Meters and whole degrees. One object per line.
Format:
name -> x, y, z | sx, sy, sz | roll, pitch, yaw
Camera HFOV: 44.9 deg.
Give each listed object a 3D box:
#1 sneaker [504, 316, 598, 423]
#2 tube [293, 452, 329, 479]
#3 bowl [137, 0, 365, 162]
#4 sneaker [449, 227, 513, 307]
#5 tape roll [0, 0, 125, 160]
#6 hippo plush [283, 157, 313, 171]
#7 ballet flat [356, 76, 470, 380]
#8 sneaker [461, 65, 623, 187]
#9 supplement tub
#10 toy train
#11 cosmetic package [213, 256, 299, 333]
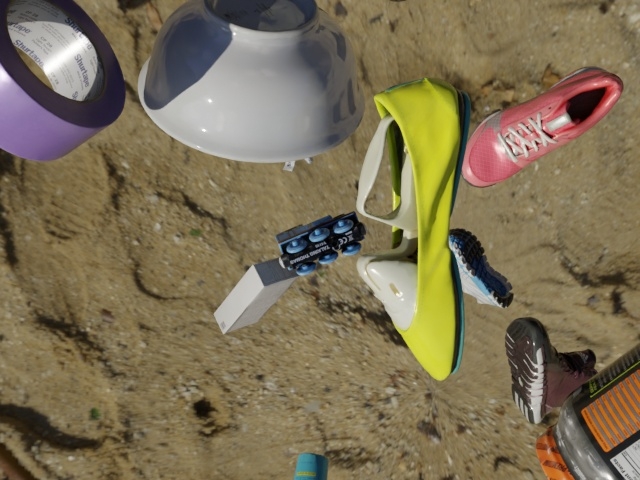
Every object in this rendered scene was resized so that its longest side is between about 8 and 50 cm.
sneaker -> 0.440, 0.217, 1.446 | 0.163, 0.281, 0.106 | -22, 45, -7
tube -> -0.026, 0.451, 1.248 | 0.080, 0.052, 0.207 | -9, 53, 26
bowl -> -0.080, -0.241, 0.979 | 0.298, 0.134, 0.297 | 6, 44, -6
sneaker -> 0.274, 0.058, 1.437 | 0.190, 0.083, 0.071 | 52, 55, -21
tape roll -> -0.307, -0.186, 0.832 | 0.080, 0.189, 0.189 | -27, 75, 25
hippo plush -> -0.123, -0.333, 1.746 | 0.237, 0.234, 0.294 | 24, 76, -23
ballet flat -> 0.065, -0.005, 0.583 | 0.077, 0.077, 0.231 | -3, 101, -15
sneaker -> 0.376, -0.202, 1.333 | 0.314, 0.136, 0.116 | -34, 96, 7
supplement tub -> 0.462, 0.229, 1.000 | 0.338, 0.207, 0.207 | -43, 75, 21
toy train -> 0.000, 0.000, 1.533 | 0.184, 0.105, 0.080 | -24, 117, -3
cosmetic package -> -0.144, 0.120, 1.705 | 0.099, 0.239, 0.060 | -13, 67, -37
